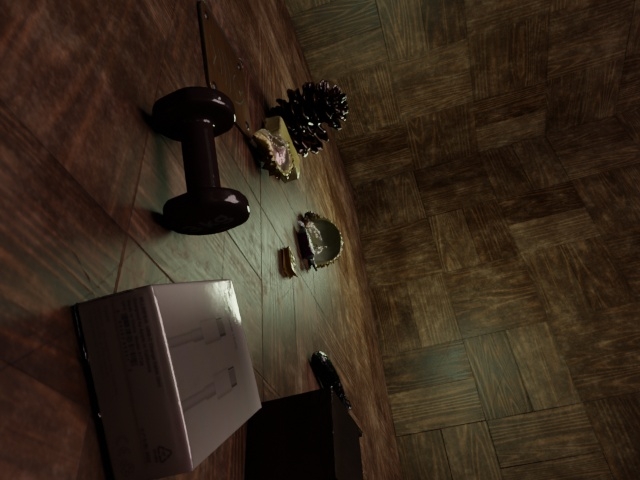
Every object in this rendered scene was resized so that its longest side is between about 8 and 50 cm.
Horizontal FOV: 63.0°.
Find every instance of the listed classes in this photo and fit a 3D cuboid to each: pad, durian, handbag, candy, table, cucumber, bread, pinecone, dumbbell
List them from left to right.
[{"bbox_3d":[-0.197,-0.128,0.861,0.124,0.141,0.225,28,47,-63],"label":"dumbbell"},{"bbox_3d":[-0.249,-0.443,1.392,0.284,0.018,0.286,52,27,-67],"label":"pad"},{"bbox_3d":[-0.152,-0.252,1.498,0.224,0.079,0.140,36,52,-58],"label":"durian"},{"bbox_3d":[-0.127,-0.298,1.697,0.125,0.068,0.188,-93,164,-47],"label":"bread"},{"bbox_3d":[-0.089,0.063,1.509,0.061,0.027,0.083,62,16,-52],"label":"handbag"},{"bbox_3d":[-0.049,0.015,1.763,0.045,0.044,0.174,30,43,-74],"label":"candy"},{"bbox_3d":[-0.023,0.406,0.963,0.169,0.173,0.193,-93,161,-46],"label":"table"},{"bbox_3d":[-0.028,-0.426,1.799,0.246,0.292,0.246,26,52,-40],"label":"pinecone"},{"bbox_3d":[0.000,0.000,1.898,0.139,0.145,0.251,18,61,-52],"label":"durian"},{"bbox_3d":[0.028,0.414,1.553,0.067,0.067,0.245,-85,157,-63],"label":"cucumber"}]

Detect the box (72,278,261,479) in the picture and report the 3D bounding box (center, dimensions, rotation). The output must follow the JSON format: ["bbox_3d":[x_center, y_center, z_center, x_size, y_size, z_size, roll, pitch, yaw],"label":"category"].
[{"bbox_3d":[-0.178,0.159,0.667,0.252,0.106,0.203,18,56,-80],"label":"box"}]
